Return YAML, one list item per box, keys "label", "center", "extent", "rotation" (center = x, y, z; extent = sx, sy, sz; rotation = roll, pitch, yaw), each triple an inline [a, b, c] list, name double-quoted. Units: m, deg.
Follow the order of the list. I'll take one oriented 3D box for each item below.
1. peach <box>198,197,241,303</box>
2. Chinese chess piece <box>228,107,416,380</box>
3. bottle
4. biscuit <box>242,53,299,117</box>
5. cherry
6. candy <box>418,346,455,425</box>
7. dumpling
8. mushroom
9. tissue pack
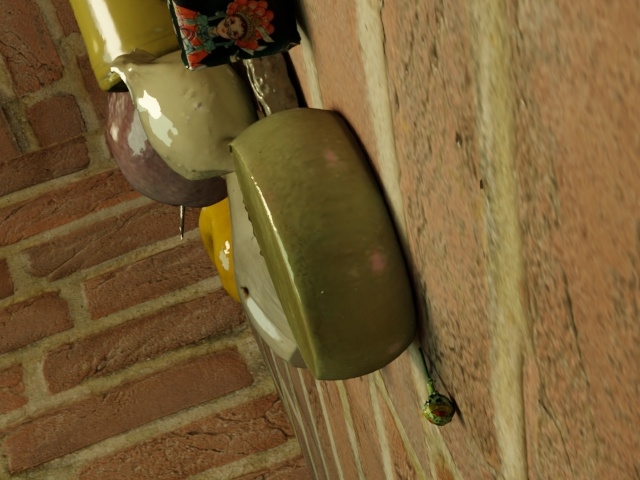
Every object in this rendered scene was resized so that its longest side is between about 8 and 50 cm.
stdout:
- label: "peach"
  center: [-0.115, 0.011, 2.010]
  extent: [0.179, 0.103, 0.179]
  rotation: [158, 90, -86]
- label: "Chinese chess piece"
  center: [0.000, 0.000, 1.128]
  extent: [0.238, 0.092, 0.237]
  rotation: [159, 90, -83]
- label: "bottle"
  center: [-0.213, -0.349, 1.464]
  extent: [0.171, 0.171, 0.351]
  rotation: [172, 79, -83]
- label: "biscuit"
  center: [-0.056, -0.169, 1.302]
  extent: [0.141, 0.038, 0.289]
  rotation: [-154, 42, -87]
- label: "cherry"
  center: [-0.175, -0.149, 1.702]
  extent: [0.213, 0.184, 0.266]
  rotation: [56, 151, 31]
- label: "candy"
  center: [0.089, 0.114, 1.080]
  extent: [0.083, 0.025, 0.023]
  rotation: [-100, -16, -52]
- label: "dumpling"
  center: [-0.112, -0.125, 1.345]
  extent: [0.181, 0.111, 0.155]
  rotation: [62, -161, -11]
- label: "mushroom"
  center: [-0.040, -0.017, 1.401]
  extent: [0.159, 0.122, 0.328]
  rotation: [-56, 45, 35]
- label: "tissue pack"
  center: [-0.083, -0.230, 1.087]
  extent: [0.090, 0.103, 0.170]
  rotation: [-108, 3, -53]
